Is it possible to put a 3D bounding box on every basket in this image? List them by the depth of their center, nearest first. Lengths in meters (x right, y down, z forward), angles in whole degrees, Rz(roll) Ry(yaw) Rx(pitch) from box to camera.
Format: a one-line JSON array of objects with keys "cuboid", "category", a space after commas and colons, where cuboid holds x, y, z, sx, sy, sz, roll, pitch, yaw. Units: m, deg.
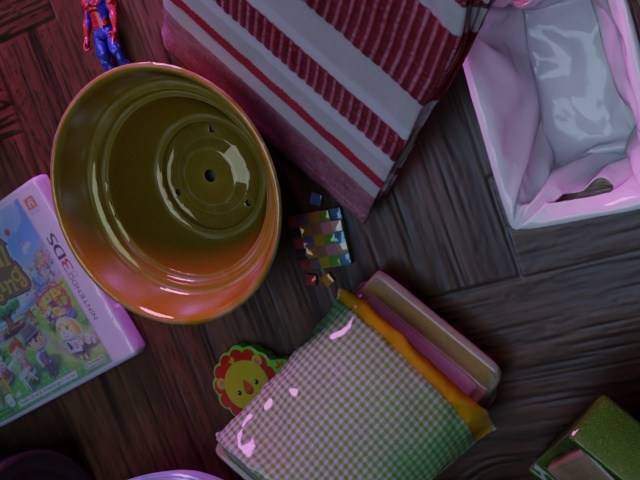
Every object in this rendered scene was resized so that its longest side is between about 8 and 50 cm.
[{"cuboid": [0.173, -0.105, 0.713, 0.113, 0.103, 0.167, -12, 100, 28], "category": "basket"}]

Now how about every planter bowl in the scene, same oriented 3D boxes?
[{"cuboid": [-0.111, -0.046, 0.870, 0.217, 0.090, 0.217, 8, 110, 22], "category": "planter bowl"}]

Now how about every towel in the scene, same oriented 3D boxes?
[{"cuboid": [-0.017, -0.155, 0.712, 0.237, 0.037, 0.329, 42, 159, 7], "category": "towel"}]

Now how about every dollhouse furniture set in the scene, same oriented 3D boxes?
[{"cuboid": [0.087, 0.164, 0.761, 0.301, 0.151, 0.197, 39, 75, 11], "category": "dollhouse furniture set"}]

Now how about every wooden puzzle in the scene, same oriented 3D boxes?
[{"cuboid": [0.000, 0.000, 0.880, 0.049, 0.006, 0.083, -9, 102, 27], "category": "wooden puzzle"}]

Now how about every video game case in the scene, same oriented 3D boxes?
[{"cuboid": [-0.296, 0.065, 1.028, 0.212, 0.023, 0.193, -28, 93, 29], "category": "video game case"}]

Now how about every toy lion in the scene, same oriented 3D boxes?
[{"cuboid": [-0.048, 0.133, 0.933, 0.100, 0.034, 0.096, -28, 85, 29], "category": "toy lion"}]

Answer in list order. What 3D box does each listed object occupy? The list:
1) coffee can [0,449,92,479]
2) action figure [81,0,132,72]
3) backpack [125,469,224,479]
[{"cuboid": [-0.382, 0.324, 1.047, 0.275, 0.201, 0.201, -11, 101, 27], "category": "coffee can"}, {"cuboid": [-0.187, -0.176, 0.901, 0.038, 0.030, 0.115, -10, 100, 32], "category": "action figure"}, {"cuboid": [-0.126, 0.333, 0.937, 0.225, 0.191, 0.253, -23, 103, 26], "category": "backpack"}]
